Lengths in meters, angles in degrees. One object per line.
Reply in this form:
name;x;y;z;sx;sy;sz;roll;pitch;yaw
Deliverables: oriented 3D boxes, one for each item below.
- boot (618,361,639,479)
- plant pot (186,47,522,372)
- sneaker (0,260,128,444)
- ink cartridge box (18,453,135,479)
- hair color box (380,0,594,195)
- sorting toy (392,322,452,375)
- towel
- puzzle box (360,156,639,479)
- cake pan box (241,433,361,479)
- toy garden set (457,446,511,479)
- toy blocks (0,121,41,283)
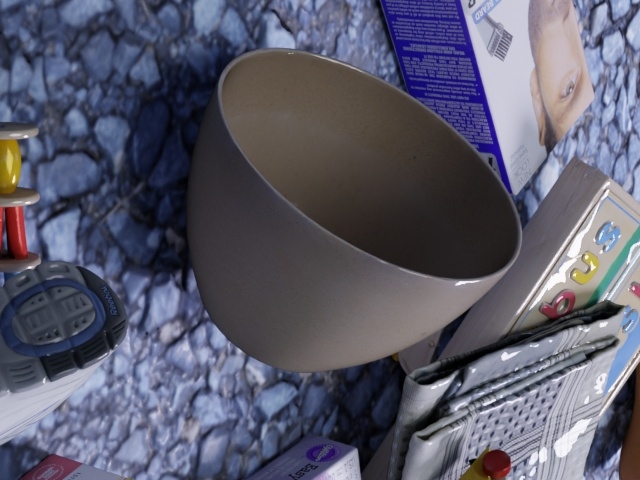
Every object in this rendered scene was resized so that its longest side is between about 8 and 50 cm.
boot;0.423;0.164;2.069;0.283;0.109;0.220;-54;137;-32
plant pot;0.000;0.000;1.403;0.284;0.284;0.191;-13;144;-50
sneaker;-0.272;0.124;1.173;0.297;0.111;0.129;-21;155;-31
ink cartridge box;-0.168;0.237;1.260;0.115;0.198;0.067;-39;127;-41
hair color box;0.158;-0.235;1.644;0.185;0.110;0.339;-48;134;-36
sorting toy;0.113;0.107;1.720;0.075;0.045;0.083;22;88;-62
towel;0.183;0.234;1.697;0.312;0.056;0.324;-16;126;-37
puzzle box;0.230;0.135;1.758;0.272;0.052;0.409;30;94;-50
cake pan box;-0.047;0.343;1.549;0.267;0.070;0.246;-30;123;-45
toy garden set;0.105;0.321;1.601;0.244;0.049;0.204;-36;141;-28
toy blocks;-0.256;-0.007;1.209;0.123;0.054;0.148;-14;109;-51
